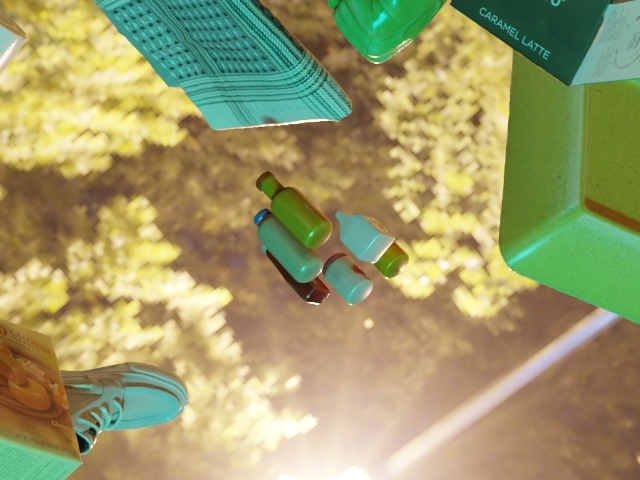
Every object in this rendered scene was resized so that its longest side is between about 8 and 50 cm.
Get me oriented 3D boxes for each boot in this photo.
[{"bbox_3d":[-0.272,0.210,1.902,0.258,0.095,0.123,2,-149,-19],"label":"boot"}]

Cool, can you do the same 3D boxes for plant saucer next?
[{"bbox_3d":[0.369,-0.066,1.843,0.333,0.081,0.333,22,-126,-18],"label":"plant saucer"}]

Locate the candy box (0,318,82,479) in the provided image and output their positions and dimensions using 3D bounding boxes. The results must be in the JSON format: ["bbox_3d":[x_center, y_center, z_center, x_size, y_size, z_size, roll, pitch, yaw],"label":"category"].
[{"bbox_3d":[-0.406,0.145,1.675,0.316,0.087,0.183,25,-149,-41],"label":"candy box"}]

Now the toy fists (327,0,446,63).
[{"bbox_3d":[0.075,-0.255,1.583,0.096,0.142,0.279,36,-165,-7],"label":"toy fists"}]

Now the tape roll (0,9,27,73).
[{"bbox_3d":[-0.517,-0.307,2.093,0.286,0.100,0.286,37,-177,-2],"label":"tape roll"}]

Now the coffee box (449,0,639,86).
[{"bbox_3d":[0.245,-0.214,1.407,0.141,0.098,0.246,38,-151,27],"label":"coffee box"}]

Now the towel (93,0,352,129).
[{"bbox_3d":[-0.152,-0.244,1.888,0.312,0.056,0.324,45,160,-28],"label":"towel"}]

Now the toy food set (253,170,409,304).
[{"bbox_3d":[0.000,0.000,1.884,0.104,0.111,0.232,47,-163,28],"label":"toy food set"}]
